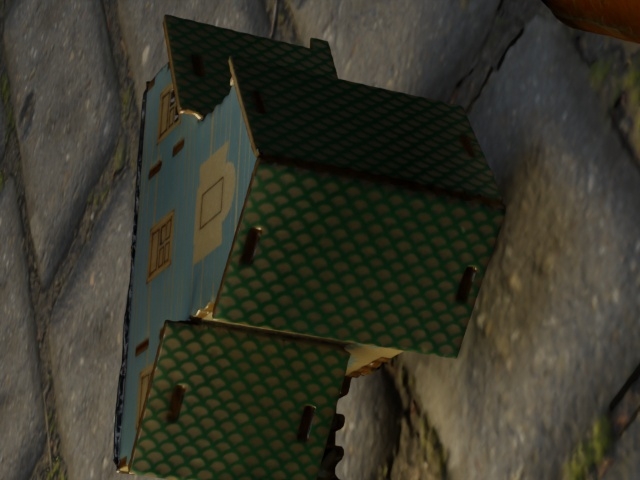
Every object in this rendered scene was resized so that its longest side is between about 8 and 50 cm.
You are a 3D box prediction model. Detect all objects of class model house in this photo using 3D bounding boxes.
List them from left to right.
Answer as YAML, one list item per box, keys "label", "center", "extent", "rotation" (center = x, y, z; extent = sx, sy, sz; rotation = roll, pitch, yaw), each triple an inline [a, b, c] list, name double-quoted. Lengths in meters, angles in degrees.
- label: "model house"
  center: [0.000, 0.000, 0.993]
  extent: [0.206, 0.178, 0.271]
  rotation: [142, 138, -61]

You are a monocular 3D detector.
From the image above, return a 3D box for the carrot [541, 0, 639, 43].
- label: "carrot"
  center: [0.169, -0.106, 0.830]
  extent: [0.225, 0.067, 0.067]
  rotation: [31, 106, 65]
